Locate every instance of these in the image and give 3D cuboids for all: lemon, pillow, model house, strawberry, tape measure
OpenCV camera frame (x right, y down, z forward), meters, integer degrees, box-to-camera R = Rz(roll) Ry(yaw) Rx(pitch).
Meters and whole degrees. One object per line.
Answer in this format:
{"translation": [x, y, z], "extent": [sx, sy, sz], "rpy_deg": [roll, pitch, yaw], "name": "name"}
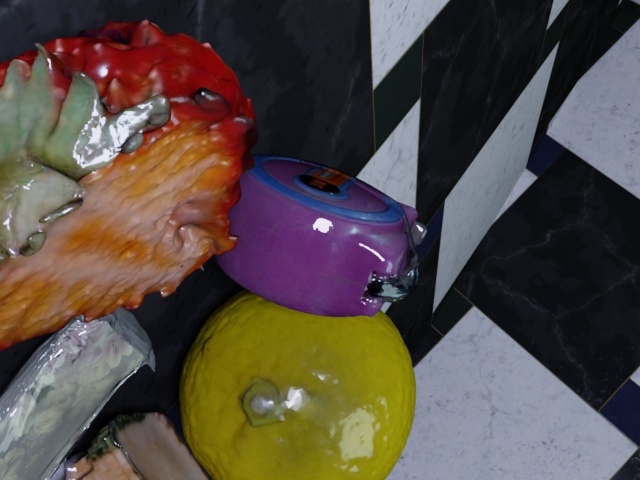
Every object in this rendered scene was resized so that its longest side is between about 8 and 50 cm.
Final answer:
{"translation": [-0.026, 0.201, 0.902], "extent": [0.336, 0.336, 0.336], "rpy_deg": [-47, 155, -31], "name": "lemon"}
{"translation": [-0.271, 0.167, 0.657], "extent": [0.255, 0.059, 0.169], "rpy_deg": [-52, 158, -16], "name": "pillow"}
{"translation": [-0.238, 0.314, 0.799], "extent": [0.172, 0.166, 0.183], "rpy_deg": [-38, 175, 1], "name": "model house"}
{"translation": [-0.160, -0.058, 0.521], "extent": [0.253, 0.150, 0.280], "rpy_deg": [-47, 167, 22], "name": "strawberry"}
{"translation": [0.000, 0.000, 0.799], "extent": [0.231, 0.245, 0.149], "rpy_deg": [-49, 161, -69], "name": "tape measure"}
